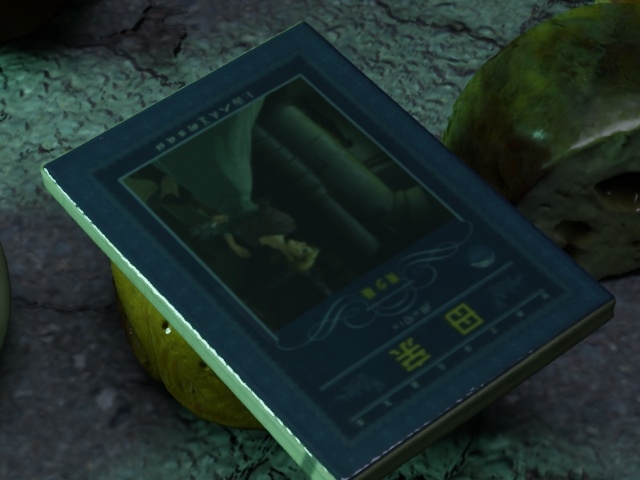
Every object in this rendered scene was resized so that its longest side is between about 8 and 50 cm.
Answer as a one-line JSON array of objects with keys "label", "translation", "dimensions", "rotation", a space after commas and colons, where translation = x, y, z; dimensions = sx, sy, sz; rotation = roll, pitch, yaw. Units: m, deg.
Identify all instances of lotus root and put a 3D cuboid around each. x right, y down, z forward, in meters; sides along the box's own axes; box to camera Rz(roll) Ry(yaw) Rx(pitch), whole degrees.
[{"label": "lotus root", "translation": [0.194, -0.063, 1.162], "dimensions": [0.234, 0.138, 0.119], "rotation": [-9, 41, -2]}]

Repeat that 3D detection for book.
[{"label": "book", "translation": [0.000, 0.000, 1.013], "dimensions": [0.191, 0.025, 0.269], "rotation": [-32, 58, -22]}]

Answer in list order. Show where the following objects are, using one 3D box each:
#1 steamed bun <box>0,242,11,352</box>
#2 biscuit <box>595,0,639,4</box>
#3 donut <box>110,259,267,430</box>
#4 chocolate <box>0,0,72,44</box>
[{"label": "steamed bun", "translation": [-0.294, 0.023, 1.053], "dimensions": [0.231, 0.145, 0.232], "rotation": [1, 49, -1]}, {"label": "biscuit", "translation": [0.252, -0.203, 1.328], "dimensions": [0.288, 0.044, 0.202], "rotation": [35, 57, 27]}, {"label": "donut", "translation": [-0.019, 0.008, 1.097], "dimensions": [0.226, 0.114, 0.227], "rotation": [0, 51, 0]}, {"label": "chocolate", "translation": [-0.227, -0.204, 1.255], "dimensions": [0.176, 0.177, 0.177], "rotation": [1, 50, -1]}]
